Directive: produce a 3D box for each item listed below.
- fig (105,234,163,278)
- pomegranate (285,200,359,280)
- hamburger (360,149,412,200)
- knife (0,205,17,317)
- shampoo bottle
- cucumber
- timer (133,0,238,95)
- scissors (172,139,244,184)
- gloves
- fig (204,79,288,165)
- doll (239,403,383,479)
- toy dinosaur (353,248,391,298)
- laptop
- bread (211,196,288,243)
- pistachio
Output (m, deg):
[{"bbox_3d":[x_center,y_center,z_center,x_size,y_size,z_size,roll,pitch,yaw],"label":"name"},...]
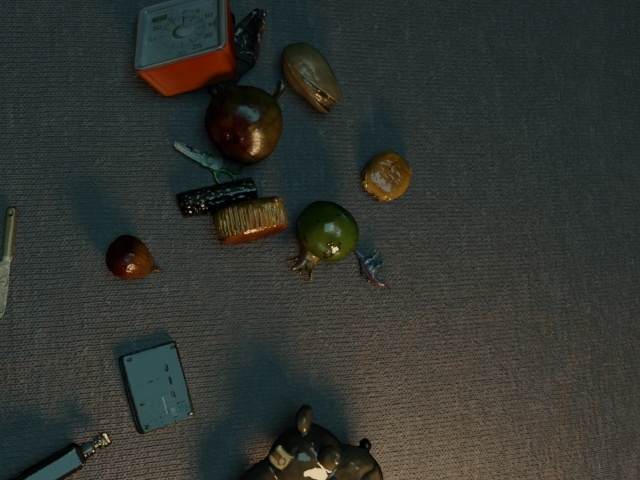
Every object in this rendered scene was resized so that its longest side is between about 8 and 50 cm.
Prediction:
[{"bbox_3d":[-0.489,0.055,1.848,0.119,0.153,0.119,-6,61,11],"label":"fig"},{"bbox_3d":[0.000,0.000,1.988,0.181,0.181,0.224,38,93,-10],"label":"pomegranate"},{"bbox_3d":[0.199,-0.190,2.126,0.138,0.083,0.147,43,73,-13],"label":"hamburger"},{"bbox_3d":[-0.788,0.062,1.772,0.047,0.017,0.298,5,83,-17],"label":"knife"},{"bbox_3d":[-0.643,0.551,1.699,0.309,0.098,0.071,-27,86,-22],"label":"shampoo bottle"},{"bbox_3d":[-0.279,-0.114,1.941,0.211,0.062,0.078,-14,96,-15],"label":"cucumber"},{"bbox_3d":[-0.356,-0.540,1.911,0.257,0.161,0.250,-12,70,9],"label":"timer"},{"bbox_3d":[-0.314,-0.220,1.979,0.204,0.027,0.101,26,71,-17],"label":"scissors"},{"bbox_3d":[-0.241,-0.533,2.012,0.142,0.119,0.286,33,86,-19],"label":"gloves"},{"bbox_3d":[-0.166,-0.357,1.986,0.217,0.217,0.321,48,48,-6],"label":"fig"},{"bbox_3d":[-0.015,0.656,1.862,0.378,0.252,0.382,-44,97,5],"label":"doll"},{"bbox_3d":[0.150,0.077,2.086,0.080,0.045,0.197,-35,86,-8],"label":"toy dinosaur"},{"bbox_3d":[-0.421,0.378,1.843,0.153,0.026,0.207,-14,86,-22],"label":"laptop"},{"bbox_3d":[-0.186,-0.049,1.913,0.199,0.199,0.104,-12,86,-21],"label":"bread"},{"bbox_3d":[-0.027,-0.470,2.066,0.136,0.136,0.226,-40,95,-21],"label":"pistachio"}]
